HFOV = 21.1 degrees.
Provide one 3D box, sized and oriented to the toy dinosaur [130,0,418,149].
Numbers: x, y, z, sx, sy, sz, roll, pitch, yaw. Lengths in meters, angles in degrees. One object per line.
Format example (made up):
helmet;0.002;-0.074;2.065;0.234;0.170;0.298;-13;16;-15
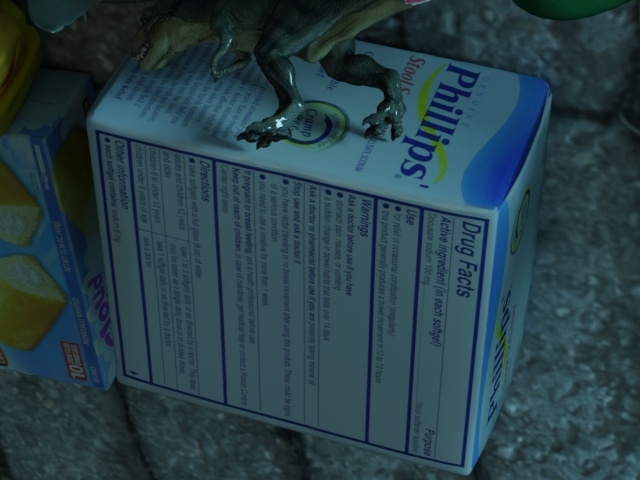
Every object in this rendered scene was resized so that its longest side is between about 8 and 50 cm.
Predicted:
toy dinosaur;-0.001;-0.121;1.096;0.268;0.118;0.064;-9;164;12

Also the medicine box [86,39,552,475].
medicine box;0.000;0.000;1.229;0.289;0.149;0.263;13;135;13

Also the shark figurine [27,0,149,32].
shark figurine;-0.139;-0.183;1.151;0.278;0.116;0.166;6;134;23

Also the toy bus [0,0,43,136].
toy bus;-0.309;-0.177;1.185;0.220;0.149;0.211;23;147;2

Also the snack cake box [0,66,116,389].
snack cake box;-0.243;-0.013;1.374;0.152;0.089;0.264;8;133;17

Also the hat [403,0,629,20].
hat;0.145;-0.138;0.972;0.208;0.183;0.173;10;148;-1
